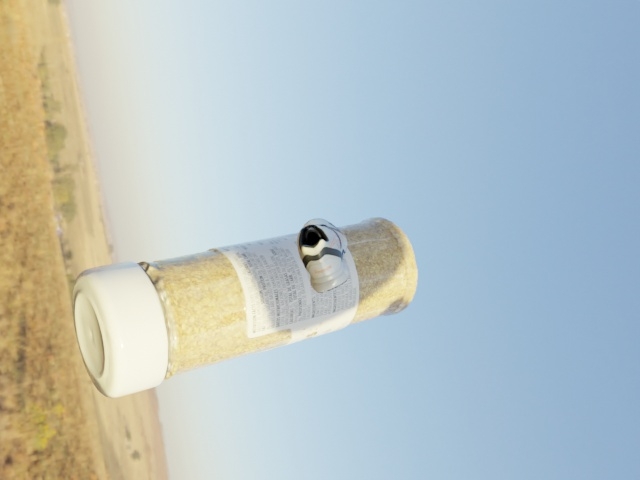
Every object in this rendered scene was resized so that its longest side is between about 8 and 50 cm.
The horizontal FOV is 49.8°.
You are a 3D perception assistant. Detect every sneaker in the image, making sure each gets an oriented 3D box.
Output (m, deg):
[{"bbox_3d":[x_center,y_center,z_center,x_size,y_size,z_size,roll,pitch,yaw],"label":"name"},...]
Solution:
[{"bbox_3d":[0.000,0.000,0.572,0.109,0.040,0.043,-108,174,-67],"label":"sneaker"}]

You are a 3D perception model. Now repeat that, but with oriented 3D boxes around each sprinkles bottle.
[{"bbox_3d":[-0.064,0.057,0.718,0.121,0.356,0.121,21,-64,51],"label":"sprinkles bottle"}]
